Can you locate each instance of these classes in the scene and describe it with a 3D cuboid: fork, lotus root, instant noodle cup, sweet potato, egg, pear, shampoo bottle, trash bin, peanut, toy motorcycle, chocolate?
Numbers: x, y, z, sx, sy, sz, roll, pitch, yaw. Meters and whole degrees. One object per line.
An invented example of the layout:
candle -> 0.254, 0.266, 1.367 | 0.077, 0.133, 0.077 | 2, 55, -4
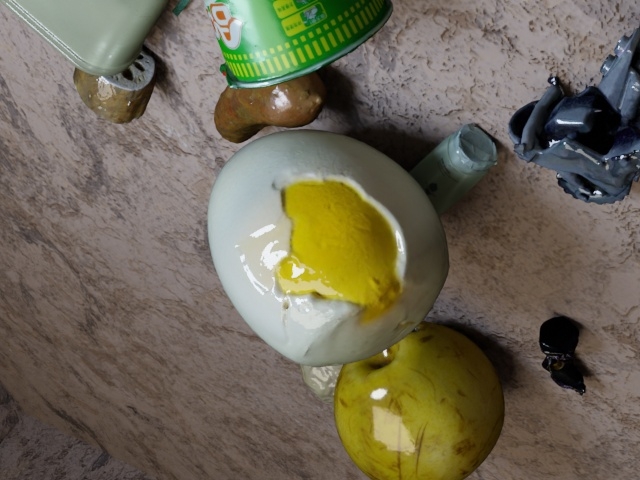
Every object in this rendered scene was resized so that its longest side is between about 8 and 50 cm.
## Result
fork -> -0.141, -0.341, 1.279 | 0.039, 0.021, 0.235 | 46, 151, -10
lotus root -> -0.302, -0.239, 1.501 | 0.122, 0.112, 0.081 | 39, 144, -4
instant noodle cup -> -0.060, -0.309, 1.074 | 0.207, 0.207, 0.232 | 5, 132, 43
sweet potato -> -0.086, -0.187, 1.382 | 0.097, 0.097, 0.292 | 47, 157, -20
egg -> 0.000, 0.000, 1.297 | 0.345, 0.283, 0.283 | 48, 160, 33
pear -> 0.150, 0.258, 1.601 | 0.281, 0.280, 0.280 | 26, 150, 17
shampoo bottle -> 0.154, -0.078, 1.318 | 0.072, 0.049, 0.212 | 50, 151, 6
trash bin -> -0.308, -0.362, 1.330 | 0.243, 0.121, 0.247 | 41, 147, -9
peanut -> 0.024, 0.155, 1.719 | 0.149, 0.149, 0.313 | 23, 146, 23
toy motorcycle -> 0.288, -0.126, 1.055 | 0.159, 0.106, 0.270 | 27, 154, 5
chocolate -> 0.346, 0.174, 1.475 | 0.072, 0.070, 0.147 | 49, 164, 41
